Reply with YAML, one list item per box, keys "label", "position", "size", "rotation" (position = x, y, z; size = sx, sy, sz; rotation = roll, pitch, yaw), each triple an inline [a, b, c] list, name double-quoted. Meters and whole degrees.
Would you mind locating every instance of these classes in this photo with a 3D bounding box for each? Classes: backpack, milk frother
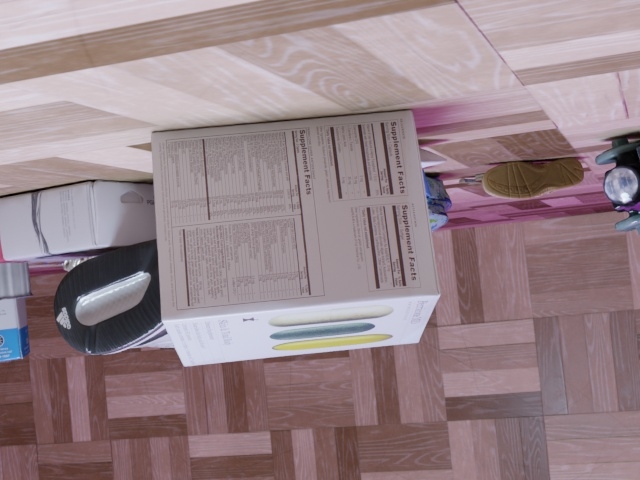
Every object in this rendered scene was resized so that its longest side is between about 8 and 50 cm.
- label: "backpack"
  position: [0.157, -0.051, 1.699]
  size: [0.105, 0.084, 0.114]
  rotation: [-34, 162, 32]
- label: "milk frother"
  position: [-0.515, 0.024, 1.578]
  size: [0.129, 0.134, 0.143]
  rotation: [-5, -179, -42]

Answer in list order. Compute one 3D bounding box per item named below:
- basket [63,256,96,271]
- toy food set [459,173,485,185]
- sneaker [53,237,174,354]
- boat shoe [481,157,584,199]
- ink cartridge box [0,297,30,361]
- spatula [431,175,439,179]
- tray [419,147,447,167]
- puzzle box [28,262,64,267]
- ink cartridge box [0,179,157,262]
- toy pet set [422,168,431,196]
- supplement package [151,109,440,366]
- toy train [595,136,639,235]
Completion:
- label: "basket"
  position: [-0.352, 0.014, 1.815]
  size: [0.103, 0.113, 0.167]
  rotation: [17, -174, 20]
- label: "toy food set"
  position: [0.308, -0.106, 1.809]
  size: [0.122, 0.019, 0.078]
  rotation: [5, 171, -32]
- label: "sneaker"
  position: [-0.116, 0.041, 1.448]
  size: [0.448, 0.169, 0.257]
  rotation: [-17, 172, 10]
- label: "boat shoe"
  position: [0.327, -0.092, 1.651]
  size: [0.170, 0.063, 0.059]
  rotation: [-6, 172, -15]
- label: "ink cartridge box"
  position: [-0.585, 0.086, 1.747]
  size: [0.171, 0.232, 0.168]
  rotation: [-5, 179, -10]
- label: "spatula"
  position: [0.051, -0.075, 1.757]
  size: [0.296, 0.030, 0.084]
  rotation: [-5, 171, -5]
- label: "tray"
  position: [0.007, -0.096, 1.273]
  size: [0.270, 0.030, 0.145]
  rotation: [-4, 176, -34]
- label: "puzzle box"
  position: [-0.559, 0.026, 2.429]
  size: [0.272, 0.052, 0.409]
  rotation: [-3, 176, -33]
- label: "ink cartridge box"
  position: [-0.341, -0.023, 1.457]
  size: [0.218, 0.092, 0.158]
  rotation: [-10, 176, 30]
- label: "toy pet set"
  position: [0.103, -0.082, 1.589]
  size: [0.122, 0.065, 0.114]
  rotation: [29, 166, -29]
- label: "supplement package"
  position: [-0.029, 0.004, 1.093]
  size: [0.263, 0.198, 0.199]
  rotation: [-6, 161, -3]
- label: "toy train"
  position: [0.523, -0.090, 1.469]
  size: [0.190, 0.142, 0.334]
  rotation: [-20, 169, 38]
